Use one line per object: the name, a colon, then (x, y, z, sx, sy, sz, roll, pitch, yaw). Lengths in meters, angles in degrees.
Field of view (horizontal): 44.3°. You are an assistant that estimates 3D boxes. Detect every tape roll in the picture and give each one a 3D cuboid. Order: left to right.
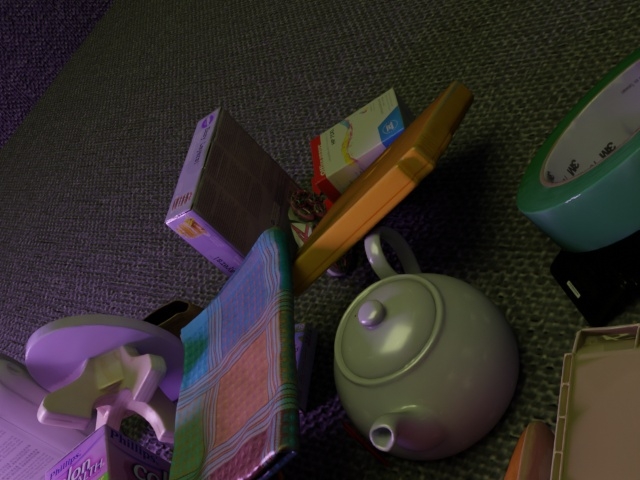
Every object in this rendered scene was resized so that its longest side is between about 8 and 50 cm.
tape roll: (0.376, -0.130, 0.938, 0.321, 0.077, 0.321, -48, 7, 8)

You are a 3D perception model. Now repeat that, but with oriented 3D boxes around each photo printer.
photo printer: (-0.521, 0.331, 1.289, 0.256, 0.307, 0.107, -41, 35, 7)

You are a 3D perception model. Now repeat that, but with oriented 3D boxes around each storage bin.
storage bin: (0.355, 0.204, 0.705, 0.262, 0.123, 0.260, -12, 46, 38)

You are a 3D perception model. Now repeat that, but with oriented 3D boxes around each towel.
towel: (-0.118, 0.180, 1.024, 0.271, 0.040, 0.370, -47, 28, 30)

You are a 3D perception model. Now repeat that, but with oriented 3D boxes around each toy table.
toy table: (-0.315, 0.237, 1.222, 0.161, 0.274, 0.252, -118, 41, -52)

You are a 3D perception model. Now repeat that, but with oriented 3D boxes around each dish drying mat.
dish drying mat: (0.056, 0.255, 0.982, 0.008, 0.083, 0.032, -46, 35, -6)

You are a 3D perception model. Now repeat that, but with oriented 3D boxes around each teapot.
teapot: (0.108, 0.128, 0.972, 0.252, 0.187, 0.256, -52, 35, -11)

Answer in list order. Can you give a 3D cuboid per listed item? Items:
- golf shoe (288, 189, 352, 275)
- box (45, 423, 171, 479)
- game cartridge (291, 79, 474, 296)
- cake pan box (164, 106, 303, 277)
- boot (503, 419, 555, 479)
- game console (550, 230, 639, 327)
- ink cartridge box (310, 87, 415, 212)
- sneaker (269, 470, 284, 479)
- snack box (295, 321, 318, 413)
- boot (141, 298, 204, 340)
golf shoe: (0.000, 0.000, 1.326, 0.067, 0.086, 0.186, -9, 45, -23)
box: (-0.234, 0.399, 1.015, 0.117, 0.213, 0.243, -40, 35, 7)
game cartridge: (0.090, -0.081, 1.148, 0.285, 0.053, 0.323, -44, 7, 33)
cake pan box: (-0.134, -0.064, 1.356, 0.070, 0.246, 0.267, -21, 42, 29)
boot: (0.146, 0.332, 0.808, 0.211, 0.104, 0.295, -28, 29, 38)
game console: (0.358, 0.037, 0.965, 0.107, 0.071, 0.122, -64, 26, 27)
ink cartridge box: (0.061, -0.150, 1.391, 0.231, 0.078, 0.134, -31, 37, 19)
sneaker: (-0.107, 0.332, 1.046, 0.108, 0.100, 0.271, -41, 20, -16)
snack box: (-0.061, 0.200, 1.195, 0.100, 0.037, 0.141, -18, 43, 31)
boot: (-0.315, 0.196, 1.389, 0.305, 0.115, 0.112, -32, 39, 19)
